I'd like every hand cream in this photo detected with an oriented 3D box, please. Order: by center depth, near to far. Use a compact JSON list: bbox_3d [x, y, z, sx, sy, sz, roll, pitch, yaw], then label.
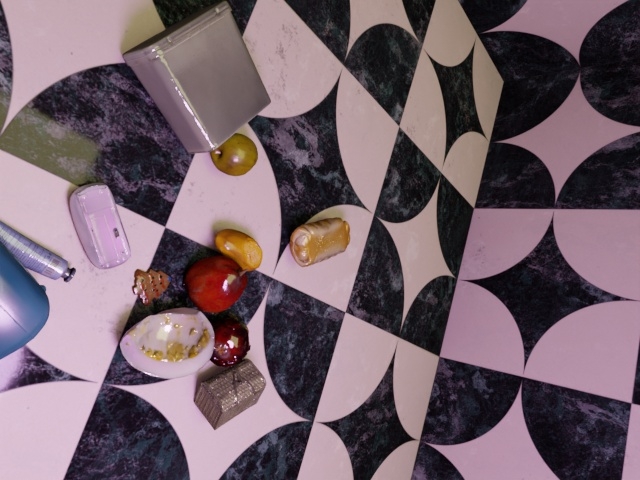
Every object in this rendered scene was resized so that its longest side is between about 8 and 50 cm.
[{"bbox_3d":[-0.755,0.024,1.197,0.271,0.058,0.091,40,76,-37],"label":"hand cream"}]

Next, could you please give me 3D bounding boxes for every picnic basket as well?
[{"bbox_3d":[-0.306,0.516,1.618,0.196,0.134,0.154,-19,148,-45],"label":"picnic basket"}]

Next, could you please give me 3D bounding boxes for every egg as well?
[{"bbox_3d":[-0.460,0.301,1.462,0.270,0.162,0.206,2,121,-13],"label":"egg"}]

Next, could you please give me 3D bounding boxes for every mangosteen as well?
[{"bbox_3d":[-0.315,0.345,1.633,0.180,0.166,0.166,-41,125,-66],"label":"mangosteen"}]

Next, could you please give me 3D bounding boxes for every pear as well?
[{"bbox_3d":[-0.289,-0.290,1.605,0.162,0.148,0.149,2,91,-50],"label":"pear"}]

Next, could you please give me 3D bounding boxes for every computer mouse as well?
[{"bbox_3d":[-0.619,-0.040,1.334,0.126,0.056,0.245,-30,114,-43],"label":"computer mouse"}]

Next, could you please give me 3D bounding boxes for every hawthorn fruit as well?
[{"bbox_3d":[-0.326,0.134,1.553,0.189,0.251,0.190,48,33,-44],"label":"hawthorn fruit"}]

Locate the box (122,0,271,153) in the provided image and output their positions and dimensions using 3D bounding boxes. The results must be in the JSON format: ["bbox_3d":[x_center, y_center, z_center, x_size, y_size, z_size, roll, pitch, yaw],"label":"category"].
[{"bbox_3d":[-0.365,-0.508,1.490,0.352,0.177,0.344,-51,128,-33],"label":"box"}]

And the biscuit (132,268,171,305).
[{"bbox_3d":[-0.525,0.136,1.477,0.130,0.019,0.120,-25,111,-44],"label":"biscuit"}]

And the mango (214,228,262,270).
[{"bbox_3d":[-0.292,0.031,1.641,0.217,0.102,0.141,39,40,-55],"label":"mango"}]

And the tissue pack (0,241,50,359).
[{"bbox_3d":[-0.767,0.116,1.080,0.206,0.198,0.287,-45,123,-29],"label":"tissue pack"}]

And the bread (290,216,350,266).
[{"bbox_3d":[0.000,0.000,1.960,0.311,0.121,0.173,-16,108,-46],"label":"bread"}]
